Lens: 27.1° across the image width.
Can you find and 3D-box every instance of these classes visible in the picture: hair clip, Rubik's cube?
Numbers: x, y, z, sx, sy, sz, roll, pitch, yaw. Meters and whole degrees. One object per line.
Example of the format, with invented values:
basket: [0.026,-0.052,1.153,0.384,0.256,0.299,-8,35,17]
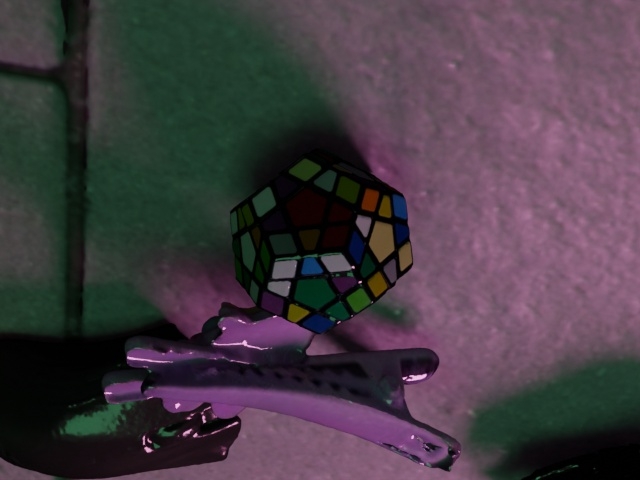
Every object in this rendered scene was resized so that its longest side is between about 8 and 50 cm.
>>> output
hair clip: [-0.026,0.108,1.003,0.278,0.090,0.137,17,139,-21]
Rubik's cube: [0.000,0.000,0.927,0.133,0.133,0.112,-38,90,30]

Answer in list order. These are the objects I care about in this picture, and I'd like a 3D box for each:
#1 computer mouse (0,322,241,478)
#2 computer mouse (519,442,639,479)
computer mouse: [-0.185,0.148,1.085,0.264,0.088,0.147,-9,130,9]
computer mouse: [0.264,0.222,1.102,0.242,0.077,0.146,-4,128,13]
